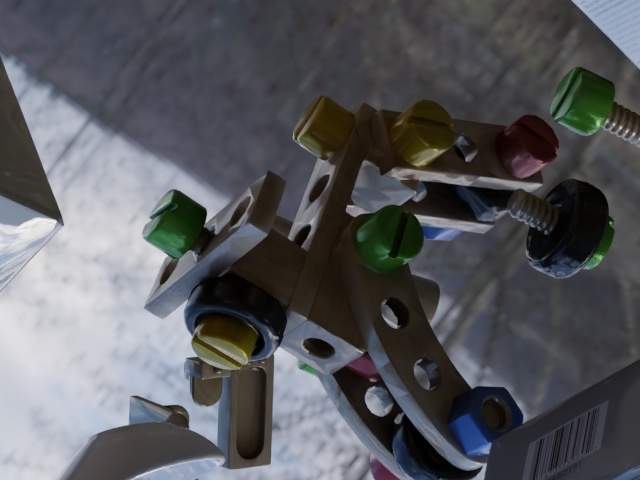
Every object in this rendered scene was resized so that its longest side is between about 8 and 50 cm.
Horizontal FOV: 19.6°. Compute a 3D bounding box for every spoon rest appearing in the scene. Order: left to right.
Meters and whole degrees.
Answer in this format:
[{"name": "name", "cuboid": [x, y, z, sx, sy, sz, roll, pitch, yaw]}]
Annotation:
[{"name": "spoon rest", "cuboid": [-0.208, 0.200, 1.487, 0.276, 0.137, 0.084, -3, -107, -25]}]

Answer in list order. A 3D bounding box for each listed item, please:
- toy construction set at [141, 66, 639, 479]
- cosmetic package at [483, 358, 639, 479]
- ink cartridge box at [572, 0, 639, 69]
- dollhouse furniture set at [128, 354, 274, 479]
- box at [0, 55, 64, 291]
[{"name": "toy construction set", "cuboid": [0.000, 0.000, 1.141, 0.237, 0.257, 0.309, 24, 170, -18]}, {"name": "cosmetic package", "cuboid": [0.203, 0.180, 0.961, 0.238, 0.127, 0.107, 43, -146, -16]}, {"name": "ink cartridge box", "cuboid": [0.313, -0.160, 1.367, 0.330, 0.071, 0.324, 45, 172, -5]}, {"name": "dollhouse furniture set", "cuboid": [-0.090, 0.188, 1.776, 0.151, 0.144, 0.123, -2, -173, -34]}, {"name": "box", "cuboid": [-0.294, -0.079, 0.915, 0.168, 0.215, 0.345, 27, -154, -43]}]
